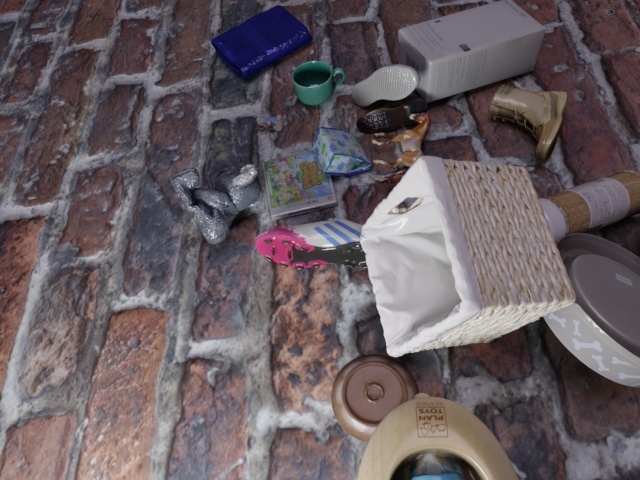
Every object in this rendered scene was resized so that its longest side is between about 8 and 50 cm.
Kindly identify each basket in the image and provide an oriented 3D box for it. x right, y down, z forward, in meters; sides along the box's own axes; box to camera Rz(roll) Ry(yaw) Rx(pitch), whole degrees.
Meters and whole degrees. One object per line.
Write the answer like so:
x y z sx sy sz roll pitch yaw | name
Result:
0.284 0.041 1.055 0.267 0.328 0.331 -2 64 -21 | basket

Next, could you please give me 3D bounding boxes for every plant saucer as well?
0.120 0.344 1.108 0.199 0.036 0.198 -4 57 7 | plant saucer

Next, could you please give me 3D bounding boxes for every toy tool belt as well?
-0.162 -0.378 1.595 0.083 0.051 0.052 -8 57 4 | toy tool belt

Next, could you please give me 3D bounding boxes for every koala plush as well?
-0.257 -0.118 1.378 0.221 0.196 0.203 -32 70 -12 | koala plush

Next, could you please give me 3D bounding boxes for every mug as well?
-0.008 -0.502 1.621 0.158 0.097 0.129 14 61 16 | mug

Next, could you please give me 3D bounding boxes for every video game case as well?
-0.064 -0.169 1.465 0.194 0.023 0.212 -13 57 0 | video game case

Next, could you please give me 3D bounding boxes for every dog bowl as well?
0.611 0.144 1.039 0.349 0.102 0.348 15 43 -14 | dog bowl

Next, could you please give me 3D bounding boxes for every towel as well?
-0.211 -0.716 1.809 0.308 0.076 0.227 -35 67 -13 | towel

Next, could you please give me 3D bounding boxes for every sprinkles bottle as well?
0.626 -0.075 1.188 0.356 0.121 0.121 -17 56 -21 | sprinkles bottle

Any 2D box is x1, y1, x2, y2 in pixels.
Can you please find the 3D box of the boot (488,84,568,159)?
0.585 -0.348 1.434 0.204 0.095 0.261 16 60 17 | boot

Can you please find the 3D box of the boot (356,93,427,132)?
0.219 -0.397 1.552 0.219 0.082 0.106 -12 31 12 | boot

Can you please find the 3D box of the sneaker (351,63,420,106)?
0.229 -0.498 1.518 0.161 0.102 0.282 -35 23 -23 | sneaker

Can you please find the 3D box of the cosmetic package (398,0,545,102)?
0.462 -0.597 1.558 0.385 0.156 0.217 -21 54 -7 | cosmetic package

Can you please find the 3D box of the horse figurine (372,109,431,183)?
0.240 -0.258 1.450 0.175 0.066 0.263 -4 56 12 | horse figurine

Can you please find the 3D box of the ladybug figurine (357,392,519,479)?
0.218 0.513 0.911 0.305 0.161 0.449 -3 58 7 | ladybug figurine

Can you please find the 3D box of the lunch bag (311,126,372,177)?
0.067 -0.257 1.461 0.151 0.096 0.128 -3 53 -28 | lunch bag

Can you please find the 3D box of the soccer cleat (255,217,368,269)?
0.000 0.000 1.312 0.332 0.116 0.143 4 43 9 | soccer cleat
